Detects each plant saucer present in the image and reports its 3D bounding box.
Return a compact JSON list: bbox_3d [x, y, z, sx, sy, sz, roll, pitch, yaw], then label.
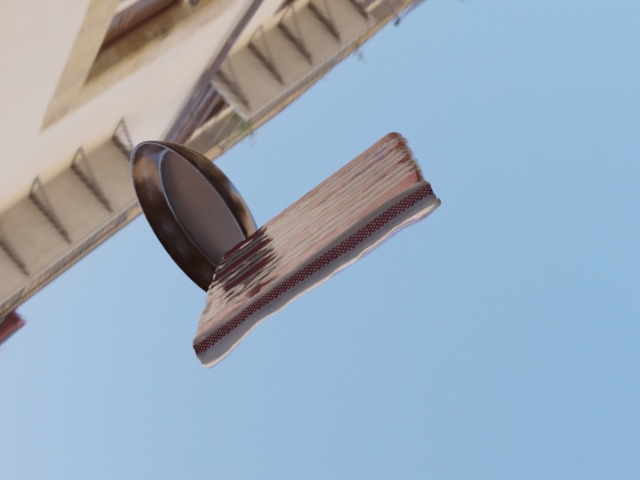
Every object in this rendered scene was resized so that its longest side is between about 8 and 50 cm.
[{"bbox_3d":[-0.104,-0.019,0.932,0.029,0.168,0.168,-37,-93,-27],"label":"plant saucer"}]

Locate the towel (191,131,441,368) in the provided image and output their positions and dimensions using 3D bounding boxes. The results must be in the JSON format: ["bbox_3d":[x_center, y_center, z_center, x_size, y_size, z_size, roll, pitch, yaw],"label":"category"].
[{"bbox_3d":[0.000,0.000,0.598,0.144,0.197,0.029,-37,-79,8],"label":"towel"}]
